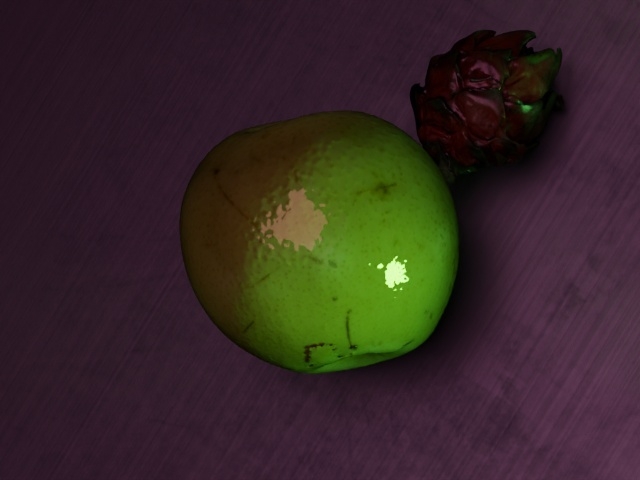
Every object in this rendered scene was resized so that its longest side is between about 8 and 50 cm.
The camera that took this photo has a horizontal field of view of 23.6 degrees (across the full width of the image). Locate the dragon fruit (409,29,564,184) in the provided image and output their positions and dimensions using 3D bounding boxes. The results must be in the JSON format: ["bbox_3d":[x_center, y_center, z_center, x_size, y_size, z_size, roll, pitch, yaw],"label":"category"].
[{"bbox_3d":[0.205,-0.172,1.905,0.182,0.188,0.182,12,116,26],"label":"dragon fruit"}]

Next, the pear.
[{"bbox_3d":[0.000,0.000,1.855,0.348,0.348,0.348,-6,75,22],"label":"pear"}]
